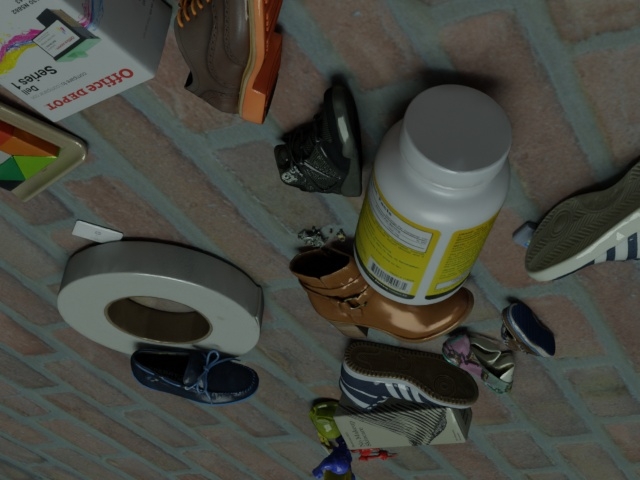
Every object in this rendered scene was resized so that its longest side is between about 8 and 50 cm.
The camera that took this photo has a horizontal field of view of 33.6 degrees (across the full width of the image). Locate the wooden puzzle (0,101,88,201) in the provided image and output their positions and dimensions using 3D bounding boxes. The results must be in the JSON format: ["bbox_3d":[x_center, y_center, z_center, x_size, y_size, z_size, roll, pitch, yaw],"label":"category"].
[{"bbox_3d":[-0.513,-0.145,1.641,0.238,0.044,0.221,30,143,-32],"label":"wooden puzzle"}]

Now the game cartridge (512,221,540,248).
[{"bbox_3d":[0.355,-0.002,1.710,0.083,0.017,0.056,17,152,-15],"label":"game cartridge"}]

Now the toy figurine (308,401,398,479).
[{"bbox_3d":[0.069,0.543,2.489,0.191,0.217,0.363,2,149,10],"label":"toy figurine"}]

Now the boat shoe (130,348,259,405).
[{"bbox_3d":[-0.251,0.266,2.073,0.258,0.109,0.089,1,146,6],"label":"boat shoe"}]

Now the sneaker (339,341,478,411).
[{"bbox_3d":[0.172,0.297,2.166,0.282,0.099,0.153,17,144,-1],"label":"sneaker"}]

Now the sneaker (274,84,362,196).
[{"bbox_3d":[-0.006,-0.134,1.500,0.130,0.087,0.227,-1,154,2],"label":"sneaker"}]

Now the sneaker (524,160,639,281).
[{"bbox_3d":[0.456,-0.011,1.557,0.148,0.131,0.350,28,144,-22],"label":"sneaker"}]

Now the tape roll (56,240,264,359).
[{"bbox_3d":[-0.300,0.125,2.013,0.391,0.072,0.392,5,150,3],"label":"tape roll"}]

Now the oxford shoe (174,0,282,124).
[{"bbox_3d":[-0.115,-0.267,1.270,0.132,0.130,0.364,14,149,2],"label":"oxford shoe"}]

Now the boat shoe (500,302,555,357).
[{"bbox_3d":[0.368,0.173,1.949,0.066,0.066,0.183,-12,144,32],"label":"boat shoe"}]

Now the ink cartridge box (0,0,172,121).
[{"bbox_3d":[-0.351,-0.286,1.295,0.201,0.117,0.278,-16,142,34],"label":"ink cartridge box"}]

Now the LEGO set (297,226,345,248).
[{"bbox_3d":[0.000,-0.001,1.782,0.083,0.024,0.054,-12,144,30],"label":"LEGO set"}]

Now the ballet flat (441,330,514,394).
[{"bbox_3d":[0.328,0.238,2.072,0.079,0.077,0.221,-37,130,25],"label":"ballet flat"}]

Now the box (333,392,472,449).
[{"bbox_3d":[0.177,0.374,2.275,0.275,0.094,0.113,-11,122,26],"label":"box"}]

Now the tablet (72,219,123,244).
[{"bbox_3d":[-0.394,-0.011,1.874,0.083,0.006,0.054,17,148,-16],"label":"tablet"}]

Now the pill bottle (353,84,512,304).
[{"bbox_3d":[0.158,-0.061,1.487,0.187,0.188,0.334,9,149,-2],"label":"pill bottle"}]

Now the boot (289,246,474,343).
[{"bbox_3d":[0.103,0.079,1.838,0.283,0.109,0.220,-3,144,31],"label":"boot"}]
